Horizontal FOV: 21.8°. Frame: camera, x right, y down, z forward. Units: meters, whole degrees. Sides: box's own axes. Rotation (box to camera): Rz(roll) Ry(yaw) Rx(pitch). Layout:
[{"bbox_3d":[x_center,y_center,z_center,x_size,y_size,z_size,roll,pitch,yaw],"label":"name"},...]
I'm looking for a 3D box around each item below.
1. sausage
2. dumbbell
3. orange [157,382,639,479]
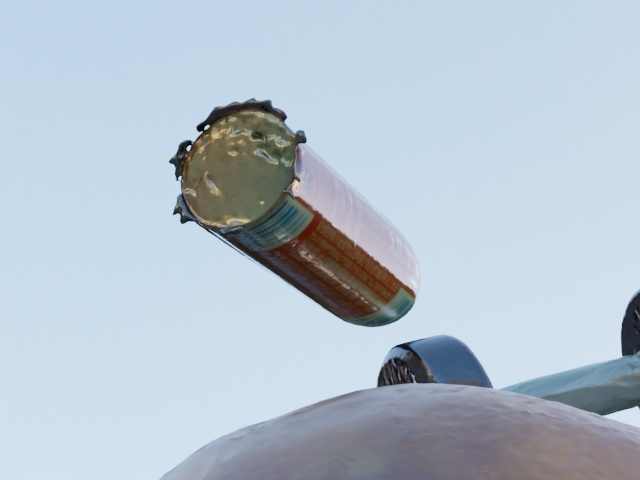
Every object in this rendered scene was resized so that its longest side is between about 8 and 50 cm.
[{"bbox_3d":[0.000,0.000,0.985,0.083,0.083,0.264,11,-13,24],"label":"sausage"},{"bbox_3d":[0.133,0.084,0.890,0.100,0.191,0.100,168,-90,-71],"label":"dumbbell"},{"bbox_3d":[0.036,0.169,0.465,0.261,0.261,0.261,18,-40,16],"label":"orange"}]
